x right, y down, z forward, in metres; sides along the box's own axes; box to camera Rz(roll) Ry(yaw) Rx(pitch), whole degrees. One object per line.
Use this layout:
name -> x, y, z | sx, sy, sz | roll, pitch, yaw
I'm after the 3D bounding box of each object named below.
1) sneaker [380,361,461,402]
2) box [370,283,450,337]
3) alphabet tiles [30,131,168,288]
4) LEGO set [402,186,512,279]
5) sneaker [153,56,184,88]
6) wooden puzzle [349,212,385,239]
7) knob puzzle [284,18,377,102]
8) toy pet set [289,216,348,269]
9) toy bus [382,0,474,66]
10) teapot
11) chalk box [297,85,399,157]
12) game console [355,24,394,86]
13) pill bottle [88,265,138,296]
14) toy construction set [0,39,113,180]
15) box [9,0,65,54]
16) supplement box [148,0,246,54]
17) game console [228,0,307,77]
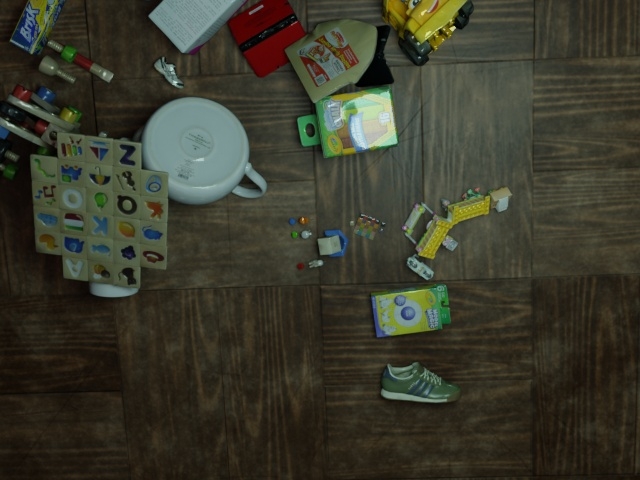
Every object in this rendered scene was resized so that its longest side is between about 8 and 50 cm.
sneaker -> 0.238, 0.331, 1.855 | 0.192, 0.064, 0.086 | 1, 105, 5
box -> 0.213, 0.164, 1.839 | 0.179, 0.043, 0.105 | -9, 100, 2
alphabet tiles -> -0.462, -0.057, 1.647 | 0.285, 0.011, 0.342 | 7, 118, 0
LEGO set -> 0.289, -0.053, 1.786 | 0.287, 0.107, 0.132 | -45, 131, 4
sneaker -> -0.335, -0.379, 1.765 | 0.083, 0.032, 0.037 | 43, 99, -6
wooden puzzle -> 0.108, -0.032, 1.824 | 0.083, 0.006, 0.049 | 21, 101, -2
knob puzzle -> 0.039, -0.398, 1.684 | 0.213, 0.030, 0.213 | -9, 62, 18
toy pet set -> 0.000, 0.000, 1.820 | 0.114, 0.065, 0.122 | -4, 99, 38
toy bus -> 0.197, -0.496, 1.635 | 0.149, 0.220, 0.211 | -41, 90, 5
teapot -> -0.278, -0.179, 1.730 | 0.252, 0.187, 0.256 | -24, 81, -20
chalk box -> 0.057, -0.257, 1.721 | 0.213, 0.132, 0.132 | -10, 99, 4
game console -> 0.113, -0.402, 1.714 | 0.071, 0.122, 0.107 | 26, 77, -40
pill bottle -> -0.467, -0.016, 1.776 | 0.152, 0.152, 0.272 | 2, 101, 2
toy construction set -> -0.546, -0.262, 1.714 | 0.237, 0.257, 0.309 | 29, 71, -9
box -> -0.622, -0.501, 1.743 | 0.059, 0.054, 0.169 | 29, 100, -4
supplement box -> -0.247, -0.517, 1.696 | 0.220, 0.111, 0.114 | -44, 96, 9
game console -> -0.113, -0.460, 1.751 | 0.144, 0.085, 0.124 | -29, 67, 6
